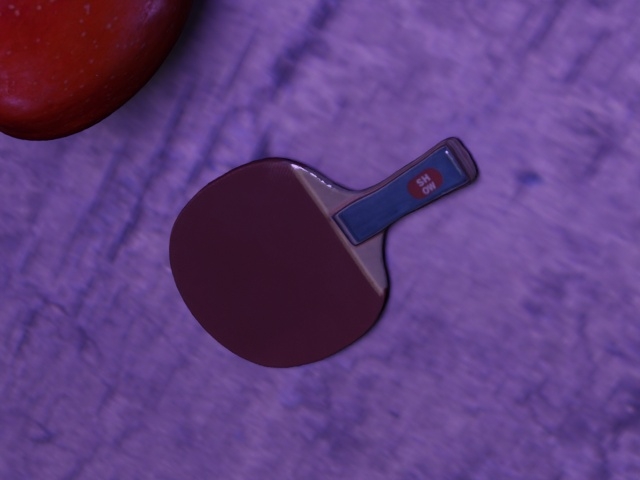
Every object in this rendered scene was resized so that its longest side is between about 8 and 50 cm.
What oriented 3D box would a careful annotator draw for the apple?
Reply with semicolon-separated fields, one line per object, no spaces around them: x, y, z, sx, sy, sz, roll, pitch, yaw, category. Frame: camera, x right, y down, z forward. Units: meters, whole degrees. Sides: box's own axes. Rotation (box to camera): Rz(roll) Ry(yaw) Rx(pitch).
-0.205;-0.185;1.172;0.260;0.260;0.216;19;84;18;apple

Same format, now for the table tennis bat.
0.000;0.000;1.306;0.274;0.021;0.154;-30;99;36;table tennis bat
